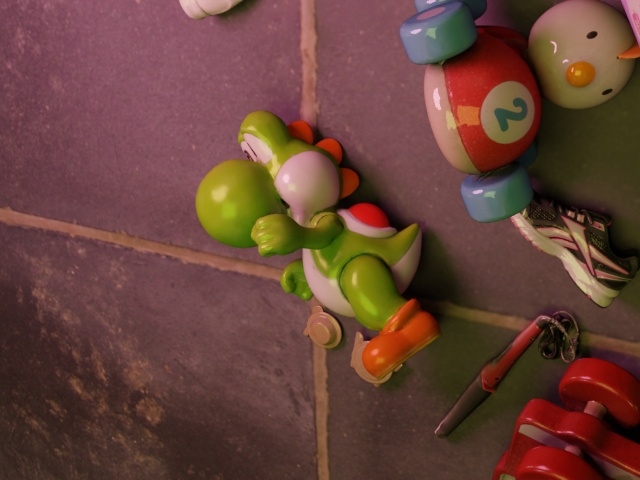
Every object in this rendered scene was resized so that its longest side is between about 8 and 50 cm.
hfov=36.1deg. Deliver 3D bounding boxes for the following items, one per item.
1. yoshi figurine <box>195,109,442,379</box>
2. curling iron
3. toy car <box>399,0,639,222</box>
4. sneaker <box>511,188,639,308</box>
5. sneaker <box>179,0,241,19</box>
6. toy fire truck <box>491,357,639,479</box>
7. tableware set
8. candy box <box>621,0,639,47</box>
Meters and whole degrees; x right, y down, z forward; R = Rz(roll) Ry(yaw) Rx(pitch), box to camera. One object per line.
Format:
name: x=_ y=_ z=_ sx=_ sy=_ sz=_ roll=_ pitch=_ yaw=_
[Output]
yoshi figurine: x=-0.022 y=0.017 z=1.213 sx=0.203 sy=0.203 sz=0.362 roll=-41 pitch=81 yaw=38
curling iron: x=0.228 y=0.181 z=1.244 sx=0.068 sy=0.035 sz=0.274 roll=46 pitch=126 yaw=6
toy car: x=0.234 y=-0.172 z=0.995 sx=0.238 sy=0.210 sz=0.219 roll=-16 pitch=113 yaw=22
sneaker: x=0.289 y=-0.013 z=1.112 sx=0.178 sy=0.072 sz=0.077 roll=43 pitch=114 yaw=-2
sneaker: x=-0.149 y=-0.385 z=1.202 sx=0.094 sy=0.080 sz=0.212 roll=-12 pitch=112 yaw=22
toy fire truck: x=0.359 y=0.299 z=1.162 sx=0.302 sy=0.169 sz=0.254 roll=24 pitch=147 yaw=19
tableware set: x=0.048 y=0.112 z=1.331 sx=0.169 sy=0.020 sz=0.141 roll=32 pitch=122 yaw=17
candy box: x=0.400 y=-0.195 z=0.900 sx=0.196 sy=0.070 sz=0.164 roll=-23 pitch=99 yaw=6
